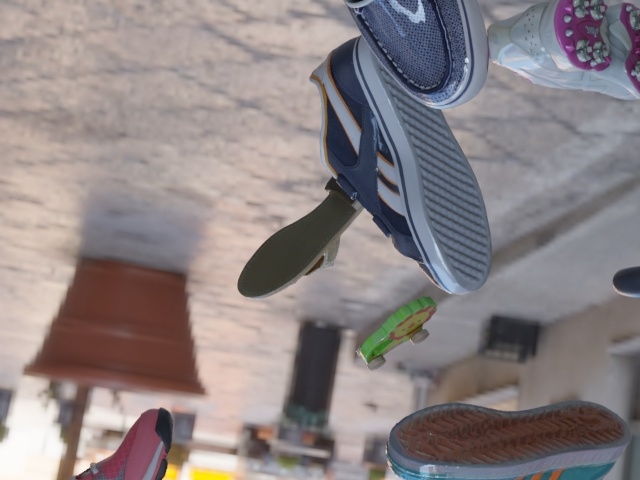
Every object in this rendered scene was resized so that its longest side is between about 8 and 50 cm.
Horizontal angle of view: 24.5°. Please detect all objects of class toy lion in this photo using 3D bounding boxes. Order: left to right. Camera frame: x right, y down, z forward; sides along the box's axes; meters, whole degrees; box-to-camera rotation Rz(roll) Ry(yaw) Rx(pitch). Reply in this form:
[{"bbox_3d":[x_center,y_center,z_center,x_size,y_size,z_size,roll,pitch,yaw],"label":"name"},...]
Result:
[{"bbox_3d":[0.091,0.104,1.719,0.100,0.034,0.096,-31,160,-11],"label":"toy lion"}]

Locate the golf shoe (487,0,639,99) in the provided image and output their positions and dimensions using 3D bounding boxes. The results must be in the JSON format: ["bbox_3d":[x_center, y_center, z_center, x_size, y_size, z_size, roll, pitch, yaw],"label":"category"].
[{"bbox_3d":[0.318,-0.234,1.800,0.140,0.115,0.306,-6,169,37],"label":"golf shoe"}]

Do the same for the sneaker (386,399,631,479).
[{"bbox_3d":[0.198,0.252,1.609,0.302,0.121,0.108,2,-146,-27],"label":"sneaker"}]

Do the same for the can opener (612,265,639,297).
[{"bbox_3d":[0.433,0.074,1.568,0.095,0.076,0.283,0,-171,-35],"label":"can opener"}]

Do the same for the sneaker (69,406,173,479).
[{"bbox_3d":[-0.264,0.291,1.497,0.136,0.314,0.116,33,170,-4],"label":"sneaker"}]

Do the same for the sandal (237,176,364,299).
[{"bbox_3d":[0.004,0.003,1.901,0.088,0.240,0.079,40,177,44],"label":"sandal"}]

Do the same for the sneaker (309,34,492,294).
[{"bbox_3d":[0.091,-0.082,1.709,0.127,0.321,0.126,-21,180,41],"label":"sneaker"}]

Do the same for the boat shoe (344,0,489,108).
[{"bbox_3d":[0.027,-0.269,1.398,0.127,0.340,0.158,-32,174,37],"label":"boat shoe"}]
